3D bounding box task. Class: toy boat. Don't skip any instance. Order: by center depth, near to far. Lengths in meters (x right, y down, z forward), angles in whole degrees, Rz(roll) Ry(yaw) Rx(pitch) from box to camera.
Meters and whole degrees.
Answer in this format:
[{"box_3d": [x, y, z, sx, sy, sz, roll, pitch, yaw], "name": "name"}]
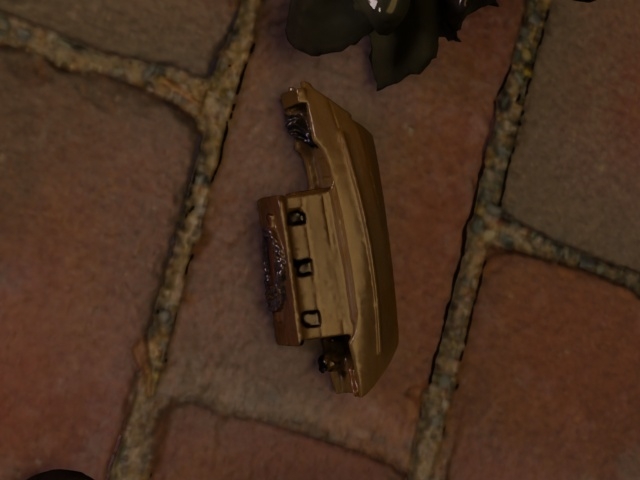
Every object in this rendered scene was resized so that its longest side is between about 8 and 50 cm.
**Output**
[{"box_3d": [0.000, 0.000, 1.199, 0.077, 0.057, 0.200, -7, 89, -19], "name": "toy boat"}]

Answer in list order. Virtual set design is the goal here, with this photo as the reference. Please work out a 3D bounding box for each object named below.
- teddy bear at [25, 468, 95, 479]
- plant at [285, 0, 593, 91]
[{"box_3d": [-0.165, 0.209, 1.094, 0.119, 0.078, 0.160, 22, 79, -19], "name": "teddy bear"}, {"box_3d": [0.094, -0.236, 1.175, 0.312, 0.213, 0.215, -44, 106, -11], "name": "plant"}]
